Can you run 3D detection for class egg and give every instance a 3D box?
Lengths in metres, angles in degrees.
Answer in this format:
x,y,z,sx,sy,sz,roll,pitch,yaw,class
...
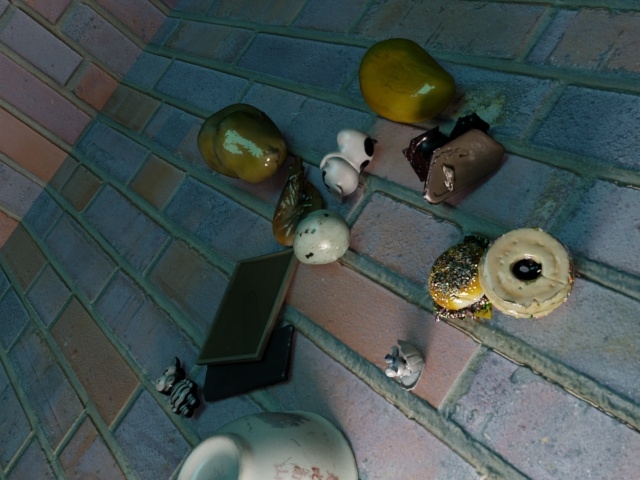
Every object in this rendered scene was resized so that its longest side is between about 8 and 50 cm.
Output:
x,y,z,sx,sy,sz,roll,pitch,yaw,class
0.000,0.000,1.847,0.164,0.131,0.131,-50,29,45,egg

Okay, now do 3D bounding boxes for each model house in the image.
x,y,z,sx,sy,sz,roll,pitch,yaw,class
0.291,-0.190,1.715,0.203,0.141,0.164,-24,18,4,model house

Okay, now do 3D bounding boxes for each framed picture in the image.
x,y,z,sx,sy,sz,roll,pitch,yaw,class
-0.181,0.166,1.963,0.240,0.020,0.324,-14,46,40,framed picture

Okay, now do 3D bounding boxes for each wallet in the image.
x,y,z,sx,sy,sz,roll,pitch,yaw,class
-0.175,0.298,1.868,0.285,0.030,0.146,-22,48,35,wallet

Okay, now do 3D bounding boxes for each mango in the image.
x,y,z,sx,sy,sz,roll,pitch,yaw,class
0.202,-0.390,1.934,0.195,0.142,0.332,-47,39,15,mango

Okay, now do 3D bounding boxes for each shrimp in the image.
x,y,z,sx,sy,sz,roll,pitch,yaw,class
-0.052,-0.112,2.044,0.152,0.063,0.287,-15,53,37,shrimp

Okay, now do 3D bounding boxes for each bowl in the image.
x,y,z,sx,sy,sz,roll,pitch,yaw,class
-0.158,0.497,1.522,0.434,0.196,0.435,-26,43,27,bowl

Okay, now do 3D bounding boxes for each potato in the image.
x,y,z,sx,sy,sz,roll,pitch,yaw,class
-0.214,-0.272,2.241,0.218,0.203,0.351,-24,32,-29,potato

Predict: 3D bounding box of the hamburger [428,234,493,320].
x,y,z,sx,sy,sz,roll,pitch,yaw,class
0.280,0.068,1.511,0.164,0.093,0.190,-10,52,43,hamburger

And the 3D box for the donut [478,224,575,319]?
x,y,z,sx,sy,sz,roll,pitch,yaw,class
0.372,0.061,1.402,0.174,0.068,0.175,-5,67,12,donut

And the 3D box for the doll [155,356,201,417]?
x,y,z,sx,sy,sz,roll,pitch,yaw,class
-0.364,0.375,1.978,0.091,0.067,0.219,-57,35,1,doll

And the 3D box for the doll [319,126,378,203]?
x,y,z,sx,sy,sz,roll,pitch,yaw,class
0.064,-0.194,1.950,0.107,0.110,0.181,26,76,13,doll

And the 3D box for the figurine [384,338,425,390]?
x,y,z,sx,sy,sz,roll,pitch,yaw,class
0.159,0.236,1.509,0.082,0.086,0.094,-43,38,16,figurine
